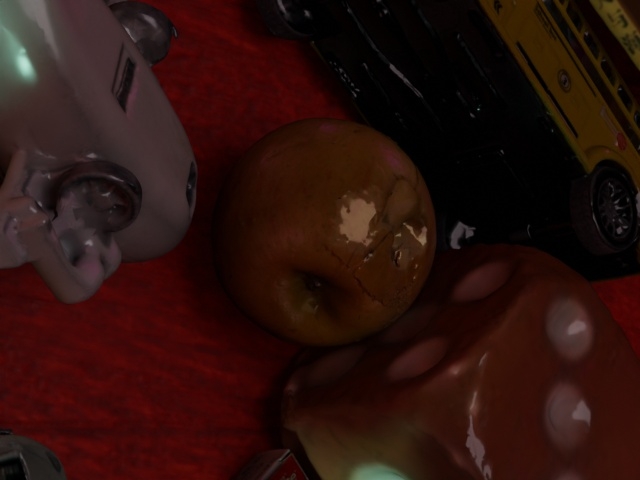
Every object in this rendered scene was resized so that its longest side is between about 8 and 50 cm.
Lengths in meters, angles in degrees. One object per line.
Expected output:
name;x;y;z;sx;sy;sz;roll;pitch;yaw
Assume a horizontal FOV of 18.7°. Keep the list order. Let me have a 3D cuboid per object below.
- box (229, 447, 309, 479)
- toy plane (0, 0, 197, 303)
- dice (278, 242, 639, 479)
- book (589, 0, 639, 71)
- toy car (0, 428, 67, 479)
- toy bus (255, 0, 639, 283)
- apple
box;0.009;0.233;1.234;0.055;0.039;0.218;-45;113;-33
toy plane;-0.153;-0.081;1.075;0.252;0.118;0.252;48;32;-45
dice;0.096;0.117;1.238;0.179;0.175;0.174;-46;113;-38
book;0.225;-0.195;1.399;0.389;0.032;0.269;49;25;-26
toy car;-0.218;0.144;1.043;0.205;0.056;0.095;9;77;-39
toy bus;0.101;-0.117;1.292;0.331;0.145;0.151;54;46;-26
apple;0.000;0.000;1.193;0.146;0.146;0.146;6;81;-40
